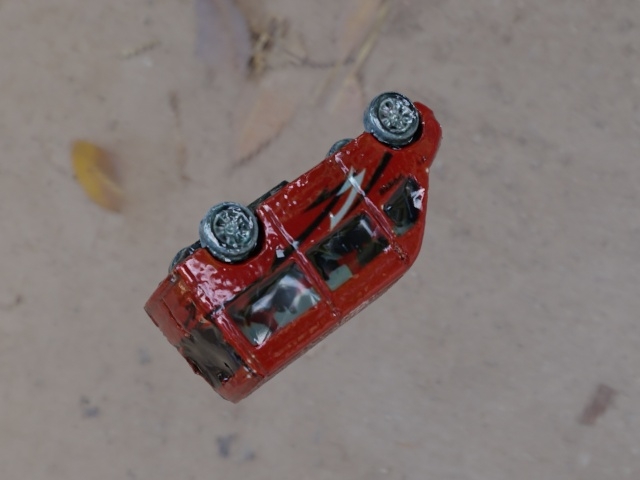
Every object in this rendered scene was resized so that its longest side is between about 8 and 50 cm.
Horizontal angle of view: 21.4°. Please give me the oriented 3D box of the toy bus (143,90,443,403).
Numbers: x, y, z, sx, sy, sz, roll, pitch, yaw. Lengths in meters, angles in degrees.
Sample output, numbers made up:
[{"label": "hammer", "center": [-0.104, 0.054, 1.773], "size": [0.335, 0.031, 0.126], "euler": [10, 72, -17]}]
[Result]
[{"label": "toy bus", "center": [0.000, 0.000, 0.935], "size": [0.089, 0.195, 0.081], "euler": [51, 151, 4]}]
